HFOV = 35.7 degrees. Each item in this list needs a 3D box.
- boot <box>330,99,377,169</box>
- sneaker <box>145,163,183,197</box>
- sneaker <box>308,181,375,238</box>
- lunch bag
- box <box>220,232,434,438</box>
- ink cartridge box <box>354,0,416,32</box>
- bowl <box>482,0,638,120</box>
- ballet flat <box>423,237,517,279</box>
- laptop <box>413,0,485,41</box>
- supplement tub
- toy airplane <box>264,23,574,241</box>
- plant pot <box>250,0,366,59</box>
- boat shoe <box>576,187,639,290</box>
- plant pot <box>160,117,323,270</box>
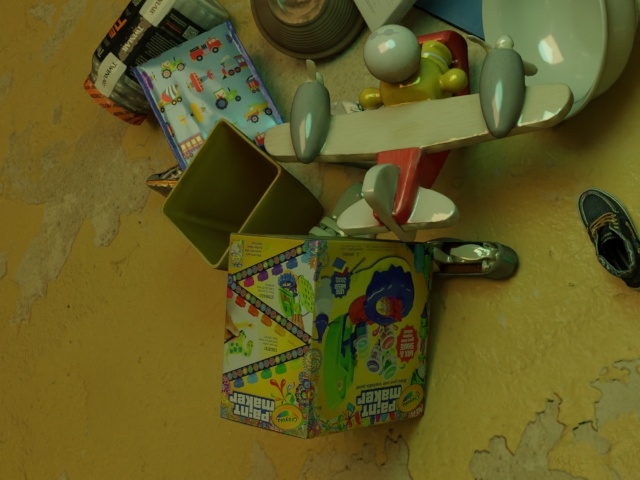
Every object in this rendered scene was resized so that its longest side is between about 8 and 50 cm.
[{"bbox_3d":[0.070,-0.193,1.764,0.258,0.095,0.123,15,90,43],"label":"boot"},{"bbox_3d":[-0.264,-0.133,2.033,0.215,0.084,0.083,-3,69,29],"label":"sneaker"},{"bbox_3d":[0.000,0.001,1.711,0.094,0.151,0.255,23,88,44],"label":"sneaker"},{"bbox_3d":[-0.207,-0.253,1.967,0.221,0.138,0.293,-27,63,-1],"label":"lunch bag"},{"bbox_3d":[0.015,0.133,1.514,0.177,0.290,0.279,5,93,40],"label":"box"},{"bbox_3d":[0.114,-0.511,1.724,0.224,0.045,0.223,-46,64,48],"label":"ink cartridge box"},{"bbox_3d":[0.381,-0.337,1.502,0.298,0.134,0.297,46,144,49],"label":"bowl"},{"bbox_3d":[0.210,0.024,1.584,0.213,0.068,0.072,0,73,40],"label":"ballet flat"},{"bbox_3d":[0.273,-0.592,1.668,0.236,0.408,0.382,-34,46,-18],"label":"laptop"},{"bbox_3d":[-0.359,-0.416,2.141,0.316,0.194,0.193,-51,49,12],"label":"supplement tub"},{"bbox_3d":[0.127,-0.188,1.502,0.386,0.272,0.384,-30,34,-7],"label":"toy airplane"},{"bbox_3d":[-0.031,-0.461,1.868,0.237,0.110,0.237,2,98,16],"label":"plant pot"},{"bbox_3d":[0.413,-0.014,1.420,0.065,0.083,0.183,-40,52,21],"label":"boat shoe"},{"bbox_3d":[-0.126,-0.061,1.814,0.212,0.187,0.212,42,101,40],"label":"plant pot"}]
